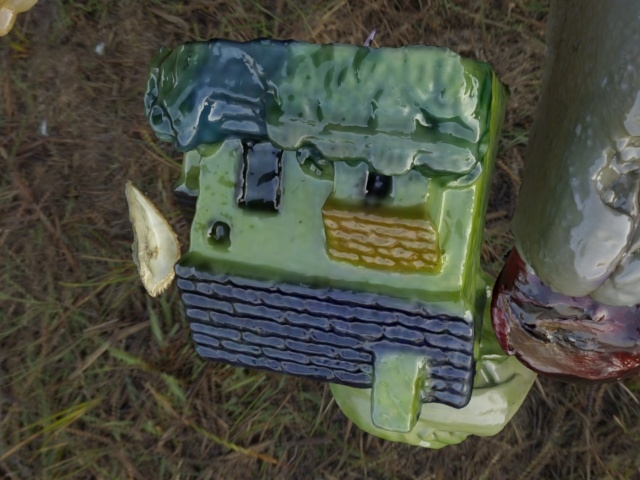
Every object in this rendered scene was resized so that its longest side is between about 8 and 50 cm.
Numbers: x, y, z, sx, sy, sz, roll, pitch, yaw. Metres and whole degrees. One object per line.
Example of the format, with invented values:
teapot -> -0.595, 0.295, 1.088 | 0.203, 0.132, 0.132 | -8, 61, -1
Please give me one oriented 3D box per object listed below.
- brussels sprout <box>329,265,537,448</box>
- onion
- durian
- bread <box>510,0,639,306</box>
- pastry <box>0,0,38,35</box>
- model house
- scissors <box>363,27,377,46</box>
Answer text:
brussels sprout -> 0.143, 0.142, 1.203 | 0.327, 0.247, 0.328 | 6, 71, -17
onion -> 0.331, 0.070, 0.958 | 0.271, 0.195, 0.272 | -5, 121, -8
durian -> -0.189, -0.001, 0.901 | 0.052, 0.066, 0.131 | -15, 84, 33
bread -> 0.194, -0.132, 0.485 | 0.101, 0.183, 0.338 | 12, 82, 2
pastry -> -0.260, -0.208, 0.323 | 0.409, 0.245, 0.410 | 0, 71, -1
model house -> 0.000, 0.000, 0.493 | 0.193, 0.170, 0.212 | 7, 96, 14
scissors -> 0.037, -0.233, 1.245 | 0.022, 0.085, 0.176 | 28, 127, -6
